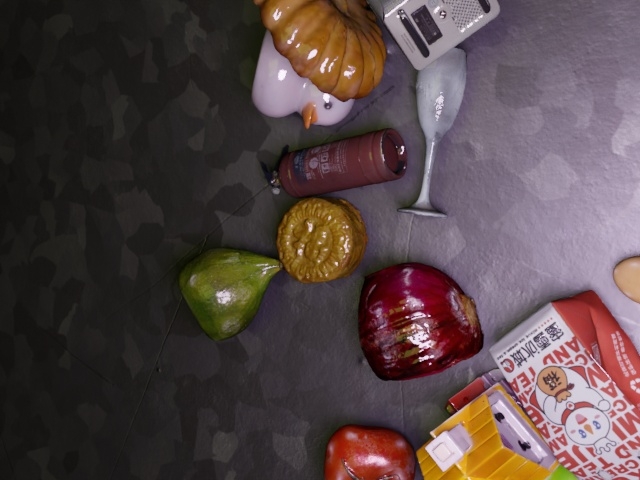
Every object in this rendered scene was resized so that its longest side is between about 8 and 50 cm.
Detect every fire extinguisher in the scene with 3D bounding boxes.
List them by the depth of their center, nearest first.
[{"bbox_3d":[0.006,-0.159,1.413,0.344,0.102,0.137,-8,57,35],"label":"fire extinguisher"}]

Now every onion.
[{"bbox_3d":[0.163,0.141,1.265,0.216,0.207,0.206,-22,83,23],"label":"onion"}]

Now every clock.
[{"bbox_3d":[0.279,0.358,1.134,0.166,0.310,0.235,-48,68,21],"label":"clock"}]

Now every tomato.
[{"bbox_3d":[0.089,0.439,1.333,0.187,0.151,0.186,-3,110,-8],"label":"tomato"}]

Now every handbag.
[{"bbox_3d":[0.430,0.244,1.101,0.171,0.151,0.298,-50,58,39],"label":"handbag"}]

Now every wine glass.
[{"bbox_3d":[0.168,-0.199,1.217,0.096,0.264,0.309,10,96,30],"label":"wine glass"}]

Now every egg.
[{"bbox_3d":[0.523,0.063,1.119,0.096,0.080,0.080,33,107,29],"label":"egg"}]

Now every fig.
[{"bbox_3d":[-0.178,0.090,1.497,0.235,0.203,0.203,-30,74,-1],"label":"fig"}]

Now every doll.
[{"bbox_3d":[-0.025,-0.336,1.393,0.221,0.221,0.250,-9,58,30],"label":"doll"}]

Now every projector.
[{"bbox_3d":[0.178,-0.440,1.226,0.177,0.163,0.242,-33,41,13],"label":"projector"}]

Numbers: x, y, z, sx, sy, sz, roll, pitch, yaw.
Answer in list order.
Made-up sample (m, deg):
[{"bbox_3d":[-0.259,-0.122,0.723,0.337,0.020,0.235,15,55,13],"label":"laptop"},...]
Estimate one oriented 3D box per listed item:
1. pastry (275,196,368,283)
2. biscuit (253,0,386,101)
[{"bbox_3d":[0.000,0.000,1.411,0.189,0.103,0.188,0,90,31],"label":"pastry"},{"bbox_3d":[0.010,-0.411,1.272,0.107,0.326,0.325,-29,76,35],"label":"biscuit"}]
